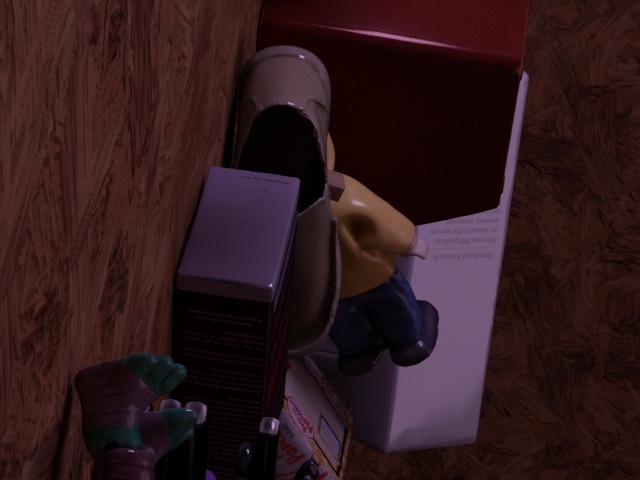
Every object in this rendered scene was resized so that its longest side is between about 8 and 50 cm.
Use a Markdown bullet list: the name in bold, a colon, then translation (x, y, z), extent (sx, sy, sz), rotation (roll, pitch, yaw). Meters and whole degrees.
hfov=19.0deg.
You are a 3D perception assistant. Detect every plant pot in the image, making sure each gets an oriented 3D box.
- **plant pot**: translation (0.071, -0.163, 1.812), extent (0.267, 0.235, 0.267), rotation (-78, 176, -46)

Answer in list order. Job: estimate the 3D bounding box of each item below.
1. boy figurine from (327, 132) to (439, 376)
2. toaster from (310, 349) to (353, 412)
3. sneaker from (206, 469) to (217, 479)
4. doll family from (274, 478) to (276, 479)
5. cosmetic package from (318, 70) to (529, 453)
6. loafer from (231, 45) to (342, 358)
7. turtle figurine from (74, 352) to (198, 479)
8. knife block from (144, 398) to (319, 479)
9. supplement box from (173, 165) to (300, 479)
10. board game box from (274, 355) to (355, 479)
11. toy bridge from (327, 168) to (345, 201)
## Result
- **boy figurine**: translation (0.000, 0.000, 1.715), extent (0.285, 0.177, 0.092), rotation (59, 31, -33)
- **toaster**: translation (-0.027, 0.221, 2.158), extent (0.186, 0.110, 0.168), rotation (-78, 175, -58)
- **sneaker**: translation (-0.077, 0.256, 1.386), extent (0.095, 0.104, 0.236), rotation (-76, 172, -51)
- **doll family**: translation (-0.056, 0.337, 1.772), extent (0.263, 0.118, 0.163), rotation (69, 9, -59)
- **cosmetic package**: translation (0.089, 0.002, 2.285), extent (0.230, 0.161, 0.453), rotation (20, -74, 49)
- **loafer**: translation (-0.036, -0.020, 1.550), extent (0.092, 0.101, 0.269), rotation (-71, 159, -68)
- **turtle figurine**: translation (-0.085, 0.185, 0.947), extent (0.175, 0.118, 0.234), rotation (121, -34, -58)
- **knife block**: translation (-0.101, 0.220, 1.228), extent (0.275, 0.242, 0.088), rotation (-30, -151, 31)
- **supplement box**: translation (-0.064, 0.079, 1.428), extent (0.130, 0.073, 0.239), rotation (-77, 173, -50)
- **board game box**: translation (-0.030, 0.150, 1.754), extent (0.147, 0.045, 0.193), rotation (56, 12, -9)
- **toy bridge**: translation (-0.042, 0.007, 1.640), extent (0.026, 0.063, 0.188), rotation (-98, -151, -54)
